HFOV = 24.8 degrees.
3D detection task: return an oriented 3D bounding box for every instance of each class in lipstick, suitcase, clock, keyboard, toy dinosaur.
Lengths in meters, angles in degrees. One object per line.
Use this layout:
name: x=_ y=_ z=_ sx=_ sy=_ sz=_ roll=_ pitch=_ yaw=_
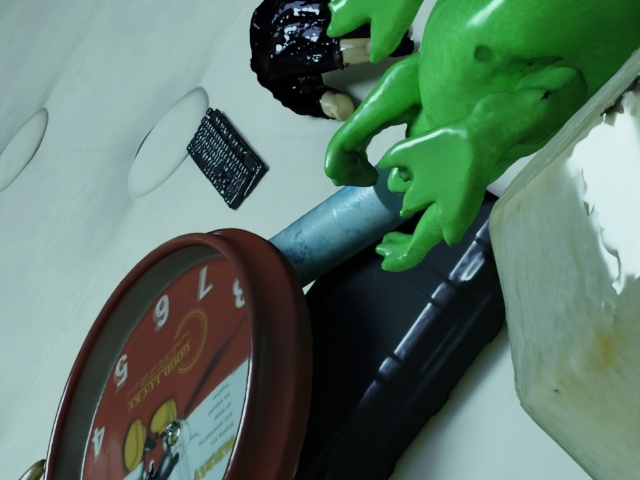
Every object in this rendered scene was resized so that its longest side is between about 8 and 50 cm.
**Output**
lipstick: x=0.000 y=0.000 z=1.093 sx=0.158 sy=0.048 sz=0.048 roll=-34 pitch=34 yaw=36
suitcase: x=0.033 y=0.073 z=1.085 sx=0.285 sy=0.066 sz=0.206 roll=-54 pitch=28 yaw=3
clock: x=-0.103 y=0.143 z=1.072 sx=0.318 sy=0.080 sz=0.318 roll=-34 pitch=45 yaw=42
keyboard: x=-0.102 y=-0.089 z=1.526 sx=0.060 sy=0.018 sz=0.195 roll=-54 pitch=27 yaw=7
toy dinosaur: x=0.180 y=-0.149 z=0.792 sx=0.500 sy=0.144 sz=0.374 roll=-39 pitch=-9 yaw=25

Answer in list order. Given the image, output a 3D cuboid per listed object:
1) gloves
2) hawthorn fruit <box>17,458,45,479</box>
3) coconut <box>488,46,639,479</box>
gloves: x=0.004 y=-0.187 z=1.371 sx=0.180 sy=0.106 sz=0.129 roll=0 pitch=57 yaw=62
hawthorn fruit: x=-0.330 y=0.297 z=1.215 sx=0.298 sy=0.277 sz=0.277 roll=-50 pitch=26 yaw=-12
coconut: x=0.241 y=0.019 z=0.603 sx=0.323 sy=0.323 sz=0.323 roll=-38 pitch=32 yaw=29
